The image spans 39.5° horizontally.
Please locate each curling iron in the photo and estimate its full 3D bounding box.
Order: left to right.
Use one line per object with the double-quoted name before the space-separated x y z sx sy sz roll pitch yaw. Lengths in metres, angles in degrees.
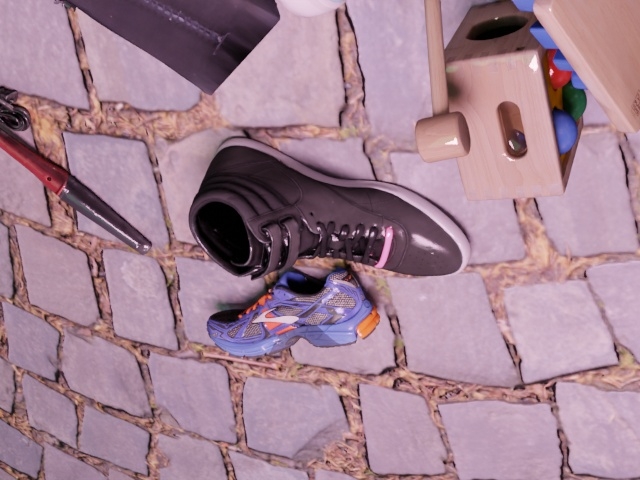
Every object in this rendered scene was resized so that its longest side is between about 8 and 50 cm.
"curling iron" -0.309 -0.077 1.066 0.274 0.035 0.068 46 130 -12

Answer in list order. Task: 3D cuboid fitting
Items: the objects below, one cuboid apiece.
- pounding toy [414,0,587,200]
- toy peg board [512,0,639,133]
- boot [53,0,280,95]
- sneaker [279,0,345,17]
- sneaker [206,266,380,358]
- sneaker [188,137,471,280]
"pounding toy" 0.147 -0.121 0.704 0.094 0.206 0.181 -3 123 27
"toy peg board" 0.196 -0.189 0.647 0.079 0.161 0.161 17 167 45
"boot" -0.250 -0.335 0.671 0.146 0.367 0.445 -37 142 30
"sneaker" -0.002 -0.343 0.654 0.150 0.135 0.366 5 127 28
"sneaker" -0.039 0.077 1.039 0.221 0.083 0.087 -12 106 25
"sneaker" 0.000 0.000 0.906 0.295 0.147 0.105 21 129 8
